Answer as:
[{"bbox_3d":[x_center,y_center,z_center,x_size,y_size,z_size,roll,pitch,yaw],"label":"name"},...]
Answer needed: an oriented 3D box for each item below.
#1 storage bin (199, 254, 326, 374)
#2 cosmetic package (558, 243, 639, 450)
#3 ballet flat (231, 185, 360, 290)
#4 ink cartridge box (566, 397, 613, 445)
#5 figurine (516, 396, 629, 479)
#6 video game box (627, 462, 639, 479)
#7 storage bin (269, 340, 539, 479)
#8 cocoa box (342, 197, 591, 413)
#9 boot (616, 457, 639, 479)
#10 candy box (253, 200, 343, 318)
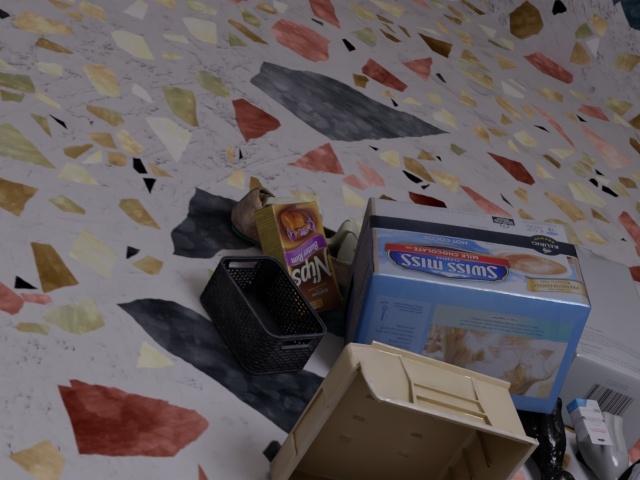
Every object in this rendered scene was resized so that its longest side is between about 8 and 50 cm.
[{"bbox_3d":[-0.090,0.114,1.973,0.122,0.084,0.180,0,42,-42],"label":"storage bin"},{"bbox_3d":[0.479,0.172,2.331,0.217,0.156,0.385,23,30,-15],"label":"cosmetic package"},{"bbox_3d":[0.000,0.000,2.199,0.316,0.106,0.107,24,30,-12],"label":"ballet flat"},{"bbox_3d":[0.434,0.299,2.055,0.048,0.028,0.083,10,48,-30],"label":"ink cartridge box"},{"bbox_3d":[0.426,0.373,2.065,0.215,0.092,0.209,19,40,-22],"label":"figurine"},{"bbox_3d":[0.511,0.463,1.884,0.205,0.048,0.187,39,66,-4],"label":"video game box"},{"bbox_3d":[0.102,0.288,1.708,0.260,0.262,0.123,18,32,-21],"label":"storage bin"},{"bbox_3d":[0.224,0.104,2.042,0.347,0.231,0.228,9,33,-5],"label":"cocoa box"},{"bbox_3d":[0.528,0.442,1.969,0.176,0.088,0.244,47,60,1],"label":"boot"},{"bbox_3d":[-0.035,0.033,2.086,0.109,0.053,0.187,-7,81,-47],"label":"candy box"}]
